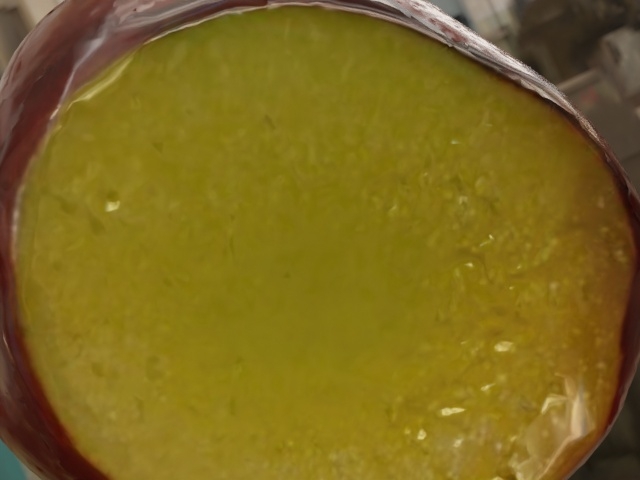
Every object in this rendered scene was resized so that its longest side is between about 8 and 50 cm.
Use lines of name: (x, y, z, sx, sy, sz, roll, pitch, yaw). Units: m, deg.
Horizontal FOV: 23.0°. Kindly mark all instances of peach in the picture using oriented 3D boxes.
peach: (0.000, 0.000, 0.658, 0.274, 0.248, 0.245, 14, 34, -3)
